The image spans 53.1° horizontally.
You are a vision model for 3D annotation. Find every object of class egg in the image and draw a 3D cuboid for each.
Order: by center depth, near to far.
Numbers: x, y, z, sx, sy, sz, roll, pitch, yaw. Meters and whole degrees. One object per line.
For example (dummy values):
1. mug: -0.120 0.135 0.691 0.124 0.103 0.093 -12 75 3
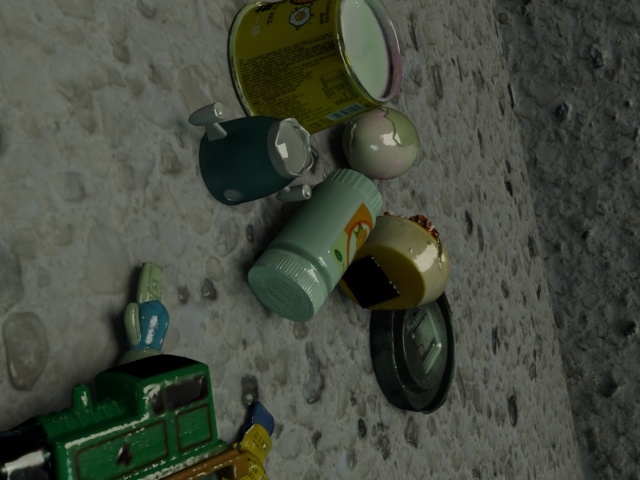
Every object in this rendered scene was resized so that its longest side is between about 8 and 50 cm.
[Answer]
1. egg: 0.142 -0.241 1.594 0.217 0.183 0.183 -6 88 -46

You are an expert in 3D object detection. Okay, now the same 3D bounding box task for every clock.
1. clock: 0.258 0.272 1.745 0.386 0.076 0.386 18 68 -53

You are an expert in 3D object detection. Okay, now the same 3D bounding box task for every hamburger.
1. hamburger: 0.159 0.050 1.459 0.151 0.295 0.227 -39 112 -40

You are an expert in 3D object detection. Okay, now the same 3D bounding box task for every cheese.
1. cheese: -0.131 0.412 1.158 0.157 0.064 0.250 60 30 -30

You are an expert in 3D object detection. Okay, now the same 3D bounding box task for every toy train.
1. toy train: -0.274 0.295 0.825 0.429 0.178 0.249 -8 95 -47

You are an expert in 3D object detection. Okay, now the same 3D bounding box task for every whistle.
1. whistle: -0.270 0.149 1.001 0.114 0.077 0.236 44 45 -62

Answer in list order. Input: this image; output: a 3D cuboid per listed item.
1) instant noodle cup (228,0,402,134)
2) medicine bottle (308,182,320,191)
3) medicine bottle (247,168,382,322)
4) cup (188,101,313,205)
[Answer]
1. instant noodle cup: 0.004 -0.381 1.355 0.325 0.254 0.326 15 71 -53
2. medicine bottle: 0.003 -0.085 1.466 0.052 0.052 0.089 -24 103 -55
3. medicine bottle: 0.000 0.000 1.312 0.318 0.158 0.158 -54 127 -34
4. cup: -0.112 -0.158 1.208 0.299 0.173 0.168 40 53 -45
